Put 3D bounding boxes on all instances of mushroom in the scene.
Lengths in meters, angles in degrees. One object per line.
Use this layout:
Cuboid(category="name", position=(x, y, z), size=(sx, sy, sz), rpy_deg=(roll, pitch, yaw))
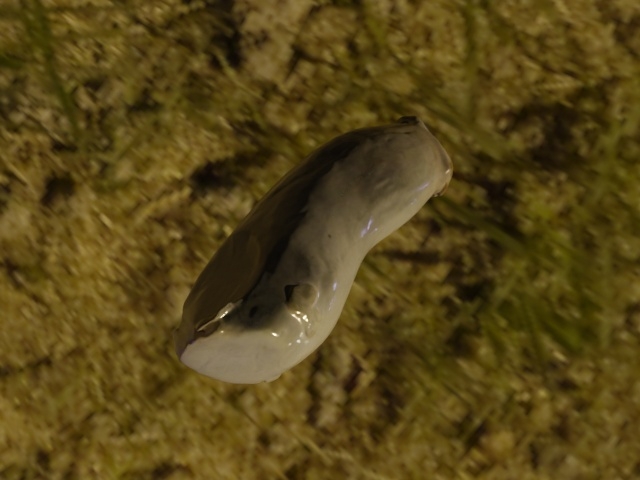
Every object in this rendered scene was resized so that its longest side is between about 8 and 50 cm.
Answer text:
Cuboid(category="mushroom", position=(-0.001, -0.002, 1.418), size=(0.109, 0.097, 0.351), rpy_deg=(40, 47, 1))
